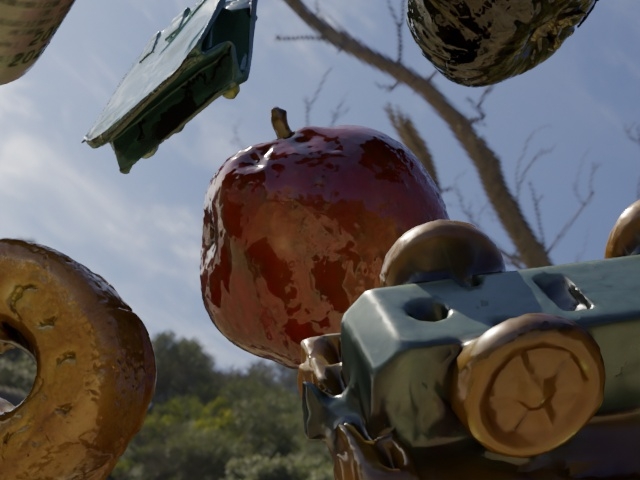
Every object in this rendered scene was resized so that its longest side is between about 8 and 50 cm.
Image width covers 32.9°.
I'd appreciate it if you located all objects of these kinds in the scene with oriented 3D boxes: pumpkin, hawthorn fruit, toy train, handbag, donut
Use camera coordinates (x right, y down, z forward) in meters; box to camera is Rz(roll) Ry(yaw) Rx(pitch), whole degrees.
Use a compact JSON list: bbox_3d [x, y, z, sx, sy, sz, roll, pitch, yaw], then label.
[{"bbox_3d":[0.202,-0.265,1.152,0.159,0.238,0.238,49,-21,24],"label":"pumpkin"},{"bbox_3d":[0.000,0.000,1.149,0.275,0.275,0.299,-11,-84,58],"label":"hawthorn fruit"},{"bbox_3d":[0.174,0.105,0.620,0.163,0.369,0.231,-122,-153,-66],"label":"toy train"},{"bbox_3d":[-0.201,-0.243,1.583,0.269,0.274,0.100,-36,-64,28],"label":"handbag"},{"bbox_3d":[-0.248,0.107,0.868,0.227,0.226,0.114,32,-6,15],"label":"donut"}]

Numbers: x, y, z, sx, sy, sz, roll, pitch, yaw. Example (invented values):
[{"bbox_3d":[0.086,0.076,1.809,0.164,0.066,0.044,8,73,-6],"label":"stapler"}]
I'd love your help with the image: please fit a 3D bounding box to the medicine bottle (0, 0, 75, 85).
[{"bbox_3d":[-0.312,-0.348,1.104,0.219,0.219,0.388,43,-49,-7],"label":"medicine bottle"}]
